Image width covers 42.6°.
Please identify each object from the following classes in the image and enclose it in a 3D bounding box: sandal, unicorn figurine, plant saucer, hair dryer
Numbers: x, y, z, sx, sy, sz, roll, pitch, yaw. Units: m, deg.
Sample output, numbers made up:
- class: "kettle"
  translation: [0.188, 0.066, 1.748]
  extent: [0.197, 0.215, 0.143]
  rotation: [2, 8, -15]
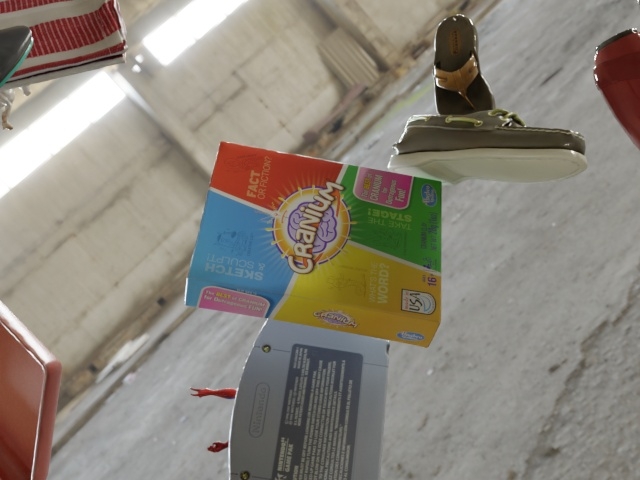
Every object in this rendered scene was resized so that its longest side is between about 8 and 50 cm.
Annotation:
- class: "sandal"
  translation: [0.211, -0.258, 1.239]
  extent: [0.090, 0.060, 0.219]
  rotation: [-9, 66, 20]
- class: "unicorn figurine"
  translation: [-0.595, -0.253, 1.518]
  extent: [0.162, 0.111, 0.060]
  rotation: [-9, -21, -5]
- class: "plant saucer"
  translation: [-0.453, 0.210, 1.176]
  extent: [0.047, 0.258, 0.259]
  rotation: [-14, -52, -47]
- class: "hair dryer"
  translation: [0.417, -0.197, 0.901]
  extent: [0.080, 0.223, 0.293]
  rotation: [-8, -68, -66]

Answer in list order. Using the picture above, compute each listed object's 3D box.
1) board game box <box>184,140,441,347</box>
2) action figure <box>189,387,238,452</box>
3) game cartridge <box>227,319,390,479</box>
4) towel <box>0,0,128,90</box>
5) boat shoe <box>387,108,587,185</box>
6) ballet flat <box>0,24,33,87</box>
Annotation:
- class: "board game box"
  translation: [0.000, 0.000, 1.088]
  extent: [0.064, 0.316, 0.242]
  rotation: [105, 173, -51]
- class: "action figure"
  translation: [-0.143, 0.322, 1.339]
  extent: [0.139, 0.091, 0.280]
  rotation: [-3, 23, -6]
- class: "game cartridge"
  translation: [-0.016, 0.237, 1.065]
  extent: [0.062, 0.198, 0.297]
  rotation: [93, -176, -55]
- class: "towel"
  translation: [-0.416, -0.340, 1.190]
  extent: [0.237, 0.329, 0.037]
  rotation: [-16, -39, -8]
- class: "boat shoe"
  translation: [0.217, -0.130, 1.093]
  extent: [0.305, 0.109, 0.091]
  rotation: [4, 74, 49]
- class: "ballet flat"
  translation: [-0.352, -0.143, 0.782]
  extent: [0.203, 0.074, 0.074]
  rotation: [-62, 14, -18]
